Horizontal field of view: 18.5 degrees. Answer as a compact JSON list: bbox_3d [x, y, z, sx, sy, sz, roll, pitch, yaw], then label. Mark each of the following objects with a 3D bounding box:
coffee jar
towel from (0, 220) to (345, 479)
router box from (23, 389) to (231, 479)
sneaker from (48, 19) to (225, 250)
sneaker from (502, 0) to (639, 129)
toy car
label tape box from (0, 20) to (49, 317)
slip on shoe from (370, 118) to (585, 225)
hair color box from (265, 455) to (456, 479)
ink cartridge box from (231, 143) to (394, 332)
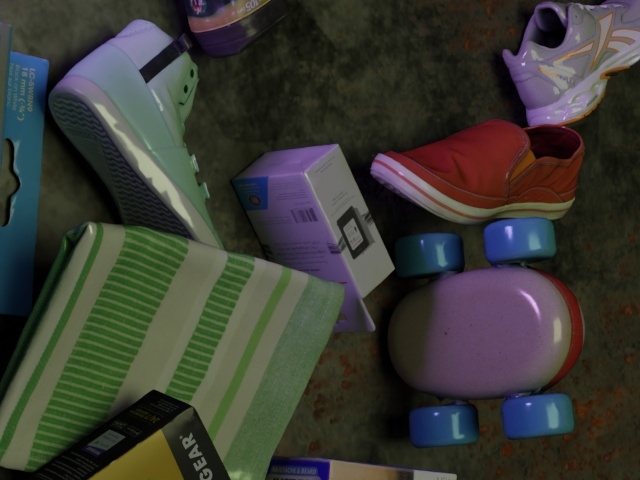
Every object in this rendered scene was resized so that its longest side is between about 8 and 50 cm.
[{"bbox_3d":[-0.101,-0.269,1.853,0.096,0.079,0.184,-41,116,-38],"label":"coffee jar"},{"bbox_3d":[-0.137,0.119,1.764,0.325,0.038,0.248,18,98,-43],"label":"towel"},{"bbox_3d":[-0.160,0.325,1.713,0.243,0.081,0.309,-35,114,-23],"label":"router box"},{"bbox_3d":[-0.129,-0.081,1.806,0.151,0.094,0.256,-52,123,-37],"label":"sneaker"},{"bbox_3d":[0.304,-0.240,2.242,0.262,0.099,0.121,-47,114,-37],"label":"sneaker"},{"bbox_3d":[0.210,0.100,2.068,0.238,0.210,0.219,5,78,-57],"label":"toy car"},{"bbox_3d":[-0.334,-0.069,1.595,0.333,0.106,0.241,9,82,-44],"label":"label tape box"},{"bbox_3d":[0.170,-0.081,2.068,0.331,0.123,0.101,-3,119,-50],"label":"slip on shoe"},{"bbox_3d":[0.026,0.387,1.922,0.185,0.110,0.339,12,78,-42],"label":"hair color box"},{"bbox_3d":[0.000,0.000,1.920,0.060,0.104,0.180,-42,117,-39],"label":"ink cartridge box"}]
